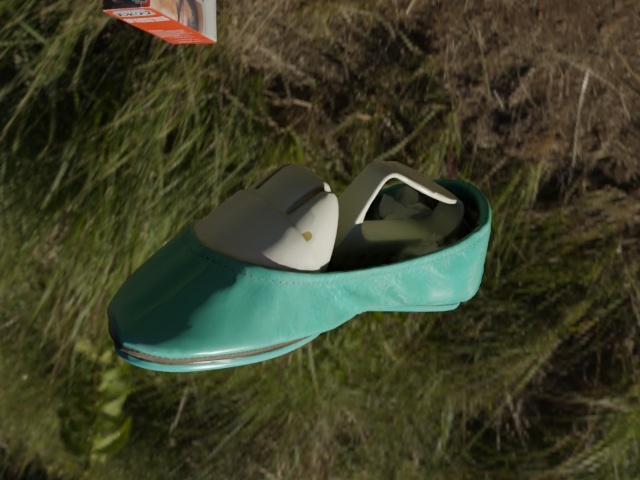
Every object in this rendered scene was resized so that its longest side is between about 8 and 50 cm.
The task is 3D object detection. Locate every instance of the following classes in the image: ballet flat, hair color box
[{"bbox_3d":[0.000,0.000,0.563,0.083,0.247,0.087,31,116,37],"label":"ballet flat"},{"bbox_3d":[-0.154,-0.253,1.104,0.053,0.167,0.093,0,89,17],"label":"hair color box"}]
